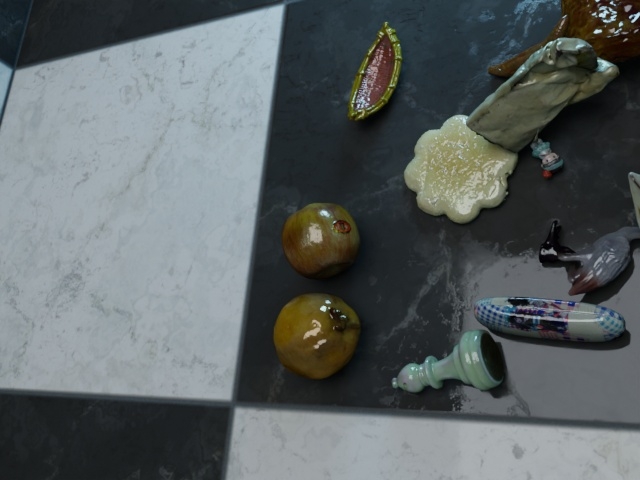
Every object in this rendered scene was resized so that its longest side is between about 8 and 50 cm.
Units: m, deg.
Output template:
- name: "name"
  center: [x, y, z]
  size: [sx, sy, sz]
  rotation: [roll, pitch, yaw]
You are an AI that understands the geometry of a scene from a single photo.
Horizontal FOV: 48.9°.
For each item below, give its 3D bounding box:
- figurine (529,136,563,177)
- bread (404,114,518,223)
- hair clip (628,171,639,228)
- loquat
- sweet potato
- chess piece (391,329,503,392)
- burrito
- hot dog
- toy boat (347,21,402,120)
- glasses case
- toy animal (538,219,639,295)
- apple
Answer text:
- name: "figurine"
  center: [0.559, -0.207, 1.753]
  size: [0.060, 0.047, 0.106]
  rotation: [-29, 57, 4]
- name: "bread"
  center: [0.366, -0.197, 1.852]
  size: [0.316, 0.054, 0.316]
  rotation: [-11, 67, 27]
- name: "hair clip"
  center: [0.783, -0.038, 1.505]
  size: [0.172, 0.113, 0.282]
  rotation: [-24, 68, -19]
- name: "loquat"
  center: [-0.011, 0.242, 1.808]
  size: [0.238, 0.193, 0.238]
  rotation: [-32, 41, 34]
- name: "sweet potato"
  center: [0.547, -0.479, 1.821]
  size: [0.255, 0.058, 0.078]
  rotation: [-30, 71, 49]
- name: "chess piece"
  center: [0.286, 0.311, 1.674]
  size: [0.271, 0.139, 0.139]
  rotation: [-24, 61, 32]
- name: "burrito"
  center: [0.522, -0.361, 1.676]
  size: [0.332, 0.190, 0.135]
  rotation: [-43, 28, 42]
- name: "hot dog"
  center: [0.729, -0.584, 1.736]
  size: [0.267, 0.174, 0.387]
  rotation: [-7, 59, 24]
- name: "toy boat"
  center: [0.160, -0.475, 2.043]
  size: [0.141, 0.099, 0.318]
  rotation: [13, 75, 28]
- name: "glasses case"
  center: [0.510, 0.178, 1.586]
  size: [0.327, 0.125, 0.076]
  rotation: [3, 64, 29]
- name: "toy animal"
  center: [0.656, 0.022, 1.587]
  size: [0.324, 0.090, 0.195]
  rotation: [-12, 57, 23]
- name: "apple"
  center: [0.000, 0.000, 1.879]
  size: [0.211, 0.211, 0.188]
  rotation: [-25, 74, 18]
